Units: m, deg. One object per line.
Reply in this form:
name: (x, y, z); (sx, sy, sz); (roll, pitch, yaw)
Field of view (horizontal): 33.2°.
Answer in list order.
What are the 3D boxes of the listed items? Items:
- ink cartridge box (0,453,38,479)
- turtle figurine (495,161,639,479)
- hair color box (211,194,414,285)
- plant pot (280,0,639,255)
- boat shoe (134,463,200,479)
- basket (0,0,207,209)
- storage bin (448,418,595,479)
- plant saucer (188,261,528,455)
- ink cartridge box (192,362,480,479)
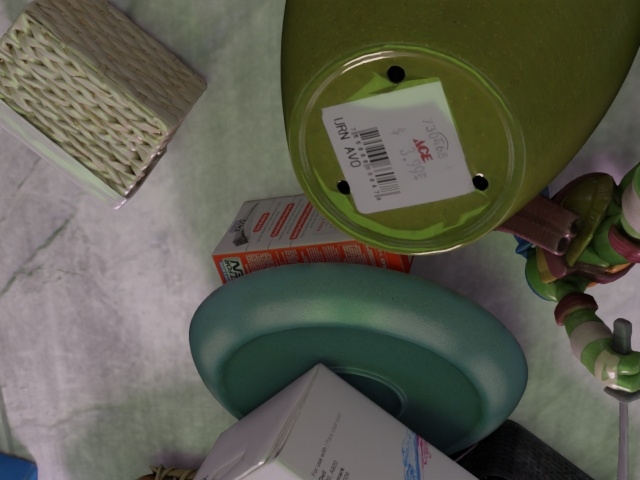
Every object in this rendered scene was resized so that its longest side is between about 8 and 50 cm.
ink cartridge box: (-0.479, 0.460, 1.209); (0.166, 0.395, 0.285); (15, 125, 6)
turtle figurine: (0.269, 0.019, 0.799); (0.198, 0.274, 0.266); (-20, 158, -16)
hair color box: (0.000, 0.000, 0.948); (0.167, 0.093, 0.053); (-5, 121, 21)
plant pot: (0.082, -0.122, 0.720); (0.275, 0.293, 0.274); (8, 124, 12)
boat shoe: (-0.166, 0.313, 1.188); (0.324, 0.122, 0.120); (-33, 105, 31)
basket: (-0.195, -0.129, 0.912); (0.167, 0.113, 0.103); (38, 123, -9)
storage bin: (0.206, 0.280, 1.073); (0.180, 0.084, 0.122); (37, 125, -8)
plant saucer: (0.030, 0.132, 0.993); (0.318, 0.043, 0.317); (7, 143, 6)
ink cartridge box: (0.035, 0.264, 0.984); (0.278, 0.117, 0.201); (38, 137, -10)
